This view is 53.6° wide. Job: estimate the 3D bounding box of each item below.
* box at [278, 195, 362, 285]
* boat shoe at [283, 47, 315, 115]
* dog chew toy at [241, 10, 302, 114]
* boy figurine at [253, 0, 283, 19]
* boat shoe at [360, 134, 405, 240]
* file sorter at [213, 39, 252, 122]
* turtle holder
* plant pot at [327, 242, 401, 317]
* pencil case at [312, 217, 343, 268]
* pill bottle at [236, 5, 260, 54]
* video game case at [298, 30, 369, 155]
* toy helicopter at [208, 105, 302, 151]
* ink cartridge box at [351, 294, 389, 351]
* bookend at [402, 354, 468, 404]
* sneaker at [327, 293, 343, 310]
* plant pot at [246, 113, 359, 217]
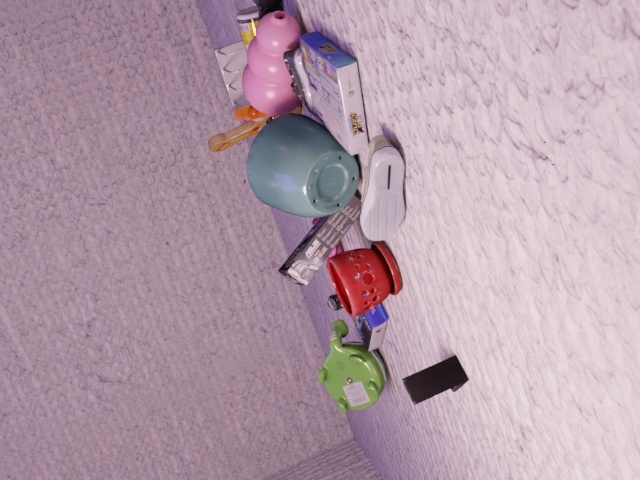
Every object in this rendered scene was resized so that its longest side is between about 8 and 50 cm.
[{"bbox_3d":[0.000,0.000,1.983,0.076,0.307,0.242,39,172,-6],"label":"box"},{"bbox_3d":[-0.053,-0.453,1.824,0.228,0.076,0.080,64,-139,-53],"label":"boat shoe"},{"bbox_3d":[-0.131,-0.532,1.888,0.332,0.206,0.207,101,147,-57],"label":"dog chew toy"},{"bbox_3d":[-0.211,-0.820,1.985,0.177,0.092,0.285,90,157,-64],"label":"boy figurine"},{"bbox_3d":[0.154,-0.124,1.558,0.302,0.109,0.094,94,169,-48],"label":"boat shoe"},{"bbox_3d":[-0.242,-0.588,2.335,0.173,0.192,0.278,43,153,60],"label":"file sorter"},{"bbox_3d":[0.118,0.497,2.490,0.320,0.243,0.227,38,-156,11],"label":"turtle holder"},{"bbox_3d":[0.132,0.110,1.870,0.191,0.174,0.191,158,90,-79],"label":"plant pot"},{"bbox_3d":[0.034,0.003,2.388,0.209,0.095,0.098,70,-155,-17],"label":"pencil case"},{"bbox_3d":[-0.202,-0.675,2.144,0.119,0.119,0.208,-127,19,-56],"label":"pill bottle"},{"bbox_3d":[0.036,-0.391,1.666,0.269,0.061,0.244,-124,15,-50],"label":"video game case"},{"bbox_3d":[-0.232,-0.399,2.200,0.235,0.355,0.140,33,-147,-78],"label":"toy helicopter"},{"bbox_3d":[0.174,0.275,2.302,0.333,0.065,0.165,91,156,-62],"label":"ink cartridge box"},{"bbox_3d":[0.289,0.381,1.667,0.156,0.157,0.072,95,152,-66],"label":"bookend"},{"bbox_3d":[0.082,0.244,2.573,0.234,0.106,0.078,120,127,-77],"label":"sneaker"},{"bbox_3d":[-0.029,-0.199,1.825,0.235,0.293,0.293,30,143,49],"label":"plant pot"}]
